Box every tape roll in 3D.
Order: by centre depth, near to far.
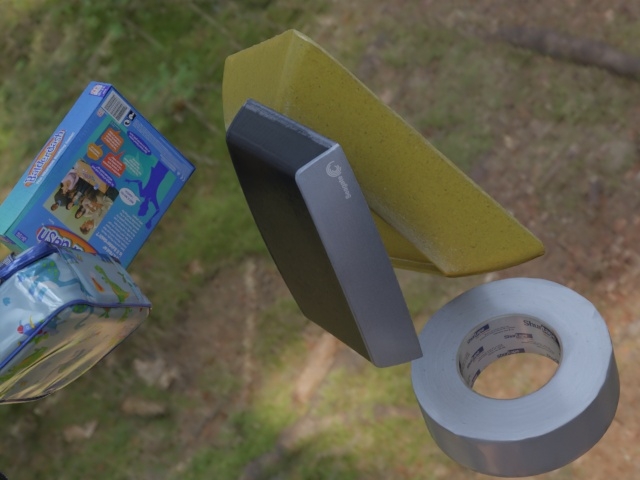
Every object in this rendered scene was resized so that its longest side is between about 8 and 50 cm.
[{"bbox_3d":[0.210,0.145,1.582,0.219,0.072,0.219,-11,46,12],"label":"tape roll"}]

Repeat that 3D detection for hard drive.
[{"bbox_3d":[0.000,0.000,1.368,0.054,0.255,0.172,-36,37,-18],"label":"hard drive"}]

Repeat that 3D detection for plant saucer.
[{"bbox_3d":[0.035,-0.069,1.528,0.081,0.332,0.333,-51,13,-8],"label":"plant saucer"}]

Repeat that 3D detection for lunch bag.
[{"bbox_3d":[-0.277,0.087,1.430,0.176,0.090,0.219,-42,-13,11],"label":"lunch bag"}]

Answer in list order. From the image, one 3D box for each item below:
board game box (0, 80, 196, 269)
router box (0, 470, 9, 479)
[{"bbox_3d":[-0.257,-0.049,1.659,0.047,0.160,0.210,14,65,48],"label":"board game box"},{"bbox_3d":[-0.266,0.288,0.868,0.309,0.243,0.081,-48,24,-27],"label":"router box"}]
